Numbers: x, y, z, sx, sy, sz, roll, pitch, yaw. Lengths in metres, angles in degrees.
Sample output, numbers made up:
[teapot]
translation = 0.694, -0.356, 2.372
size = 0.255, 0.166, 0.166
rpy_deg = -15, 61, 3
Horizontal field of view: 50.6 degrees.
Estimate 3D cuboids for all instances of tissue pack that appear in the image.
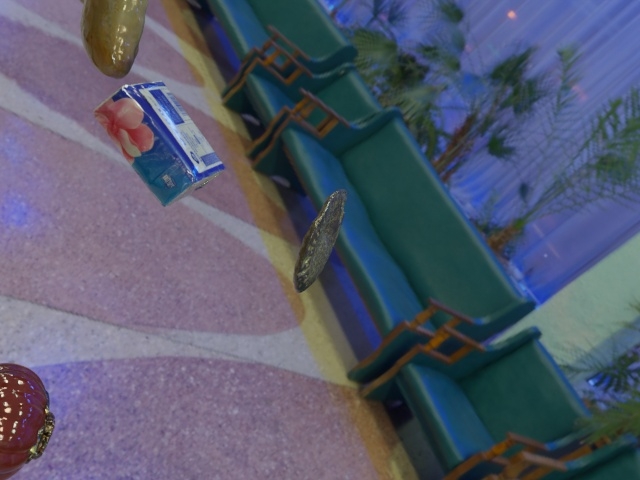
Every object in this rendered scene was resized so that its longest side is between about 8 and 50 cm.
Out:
[tissue pack]
translation = -0.370, -0.225, 1.575
size = 0.269, 0.137, 0.209
rpy_deg = 53, 22, -6

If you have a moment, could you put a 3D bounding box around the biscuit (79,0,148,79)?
[biscuit]
translation = -0.135, -0.244, 0.503
size = 0.047, 0.208, 0.164
rpy_deg = 8, 41, -36

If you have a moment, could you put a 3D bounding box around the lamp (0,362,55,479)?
[lamp]
translation = -0.614, 0.338, 1.262
size = 0.227, 0.227, 0.227
rpy_deg = 40, 22, -20

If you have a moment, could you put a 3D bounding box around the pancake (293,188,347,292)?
[pancake]
translation = 0.001, 0.001, 1.127
size = 0.021, 0.199, 0.199
rpy_deg = 23, 18, 11
